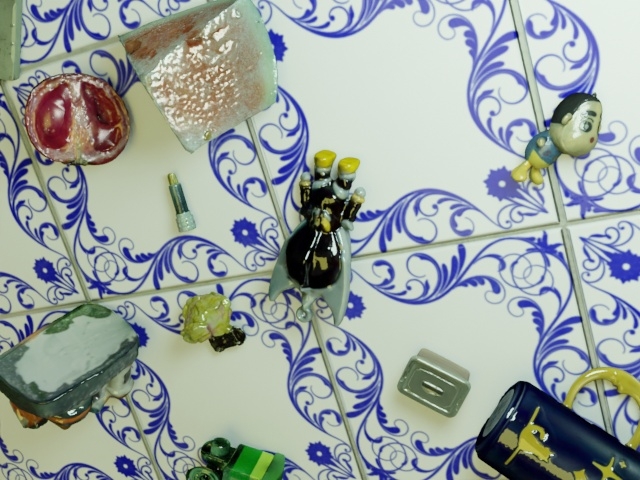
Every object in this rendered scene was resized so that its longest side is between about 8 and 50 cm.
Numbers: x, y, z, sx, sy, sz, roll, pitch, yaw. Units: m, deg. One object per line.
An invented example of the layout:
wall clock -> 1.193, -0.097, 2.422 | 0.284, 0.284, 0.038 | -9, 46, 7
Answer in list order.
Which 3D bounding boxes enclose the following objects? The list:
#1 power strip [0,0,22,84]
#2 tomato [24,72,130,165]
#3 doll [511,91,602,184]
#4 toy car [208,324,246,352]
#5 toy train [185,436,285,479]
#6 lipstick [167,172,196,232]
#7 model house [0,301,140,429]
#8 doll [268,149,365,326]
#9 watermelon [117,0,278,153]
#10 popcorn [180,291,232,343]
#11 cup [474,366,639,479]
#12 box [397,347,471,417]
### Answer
power strip -> -0.614, -0.401, 1.619 | 0.080, 0.029, 0.226 | 18, 116, 11
tomato -> -0.463, -0.231, 1.600 | 0.189, 0.099, 0.173 | 2, 100, -22
doll -> 0.378, -0.156, 1.318 | 0.089, 0.102, 0.179 | 56, 128, 38
toy car -> -0.186, 0.198, 1.706 | 0.093, 0.025, 0.041 | -22, 104, 30
toy train -> -0.190, 0.560, 1.806 | 0.202, 0.120, 0.300 | 16, 116, 10
lipstick -> -0.272, -0.075, 1.624 | 0.037, 0.037, 0.116 | -10, 102, 24
model house -> -0.516, 0.320, 1.767 | 0.190, 0.271, 0.300 | 32, 136, 23
doll -> -0.004, -0.002, 1.513 | 0.146, 0.103, 0.316 | 11, 107, -1
watermelon -> -0.211, -0.282, 1.420 | 0.262, 0.201, 0.213 | -18, 113, 22
popcorn -> -0.228, 0.152, 1.673 | 0.097, 0.089, 0.109 | 40, 107, 48
cup -> 0.438, 0.346, 1.487 | 0.256, 0.255, 0.178 | 34, 156, 7
box -> 0.214, 0.260, 1.561 | 0.122, 0.062, 0.089 | 27, 118, 10
